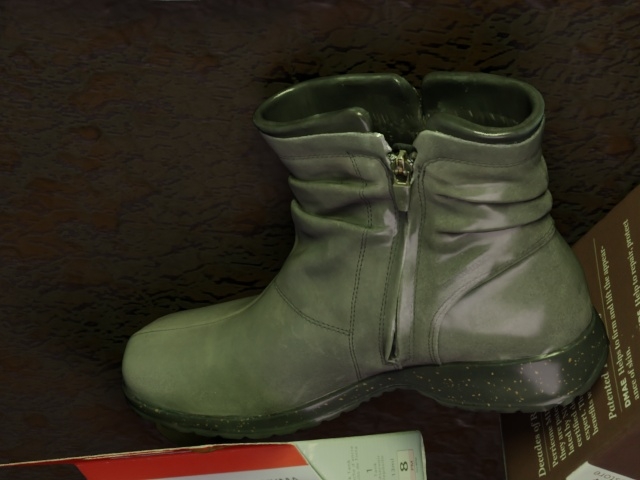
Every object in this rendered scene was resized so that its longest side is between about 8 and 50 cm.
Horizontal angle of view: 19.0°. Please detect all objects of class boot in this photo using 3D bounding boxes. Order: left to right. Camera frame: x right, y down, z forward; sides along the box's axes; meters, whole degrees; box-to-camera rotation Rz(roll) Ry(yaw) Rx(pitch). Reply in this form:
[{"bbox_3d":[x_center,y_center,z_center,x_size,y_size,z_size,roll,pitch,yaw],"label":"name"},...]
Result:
[{"bbox_3d":[0.000,0.000,1.184,0.338,0.118,0.222,-9,125,21],"label":"boot"}]

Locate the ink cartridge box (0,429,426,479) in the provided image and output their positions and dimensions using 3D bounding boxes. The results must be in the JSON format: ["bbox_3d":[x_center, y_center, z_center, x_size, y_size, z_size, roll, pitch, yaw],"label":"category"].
[{"bbox_3d":[-0.068,0.162,1.269,0.189,0.066,0.232,-10,176,34],"label":"ink cartridge box"}]

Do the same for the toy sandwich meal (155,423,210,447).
[{"bbox_3d":[-0.081,0.116,1.362,0.085,0.029,0.085,-2,140,-2],"label":"toy sandwich meal"}]

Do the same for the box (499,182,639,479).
[{"bbox_3d":[0.239,0.089,1.246,0.168,0.167,0.203,19,135,-24],"label":"box"}]
